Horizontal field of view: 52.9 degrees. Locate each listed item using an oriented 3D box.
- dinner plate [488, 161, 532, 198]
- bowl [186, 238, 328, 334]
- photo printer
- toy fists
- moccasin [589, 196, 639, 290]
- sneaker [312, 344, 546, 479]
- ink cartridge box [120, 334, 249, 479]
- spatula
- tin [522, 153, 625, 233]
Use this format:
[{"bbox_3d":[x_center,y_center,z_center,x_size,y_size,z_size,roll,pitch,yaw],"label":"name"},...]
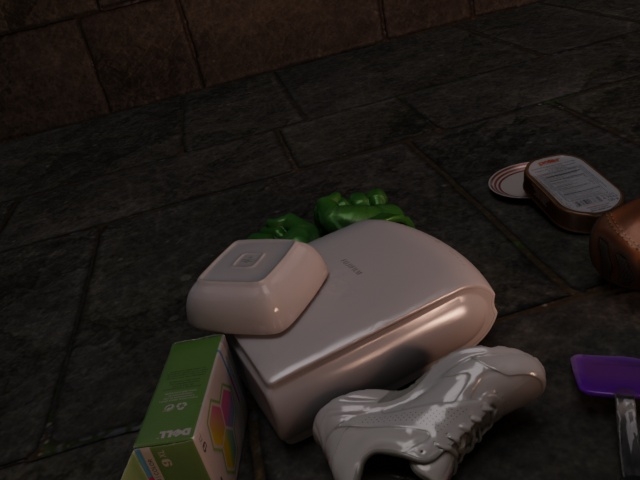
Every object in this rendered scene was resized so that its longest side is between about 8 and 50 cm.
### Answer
[{"bbox_3d":[0.354,-0.098,1.075,0.141,0.017,0.141,-10,27,5],"label":"dinner plate"},{"bbox_3d":[-0.076,0.043,0.736,0.142,0.053,0.142,-1,30,30],"label":"bowl"},{"bbox_3d":[0.036,0.083,0.782,0.307,0.107,0.256,-23,29,-17],"label":"photo printer"},{"bbox_3d":[0.000,0.000,0.969,0.279,0.096,0.142,-25,28,-18],"label":"toy fists"},{"bbox_3d":[0.515,-0.050,0.778,0.380,0.139,0.147,-23,30,-16],"label":"moccasin"},{"bbox_3d":[0.114,0.182,0.602,0.232,0.090,0.115,-23,34,1],"label":"sneaker"},{"bbox_3d":[-0.125,0.201,0.632,0.062,0.109,0.209,-10,27,8],"label":"ink cartridge box"},{"bbox_3d":[0.273,0.186,0.563,0.084,0.030,0.296,-1,30,17],"label":"spatula"},{"bbox_3d":[0.382,-0.076,0.976,0.106,0.040,0.190,-11,35,-7],"label":"tin"}]
